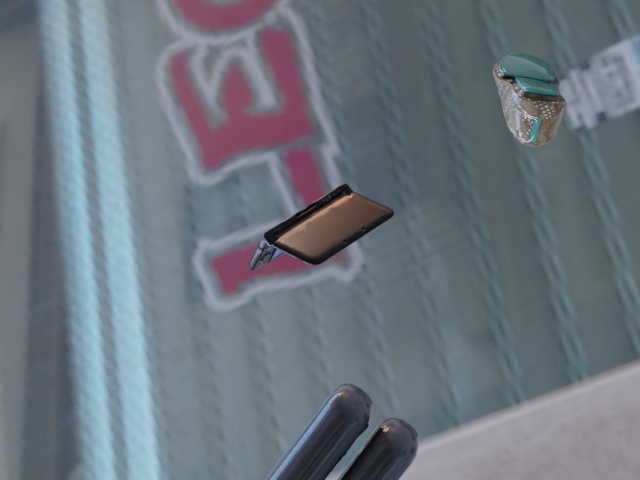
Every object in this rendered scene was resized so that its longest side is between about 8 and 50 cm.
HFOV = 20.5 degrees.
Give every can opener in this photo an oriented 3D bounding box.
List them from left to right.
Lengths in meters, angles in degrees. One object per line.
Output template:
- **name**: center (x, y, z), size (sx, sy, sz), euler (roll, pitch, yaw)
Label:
- **can opener**: center (-0.037, 0.213, 1.182), size (0.076, 0.283, 0.095), euler (36, -165, 0)

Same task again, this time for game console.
- **game console**: center (0.000, 0.000, 1.839), size (0.122, 0.107, 0.071), euler (-32, -106, -32)

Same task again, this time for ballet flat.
- **ballet flat**: center (0.208, -0.141, 1.798), size (0.206, 0.073, 0.067), euler (-72, -9, -73)
